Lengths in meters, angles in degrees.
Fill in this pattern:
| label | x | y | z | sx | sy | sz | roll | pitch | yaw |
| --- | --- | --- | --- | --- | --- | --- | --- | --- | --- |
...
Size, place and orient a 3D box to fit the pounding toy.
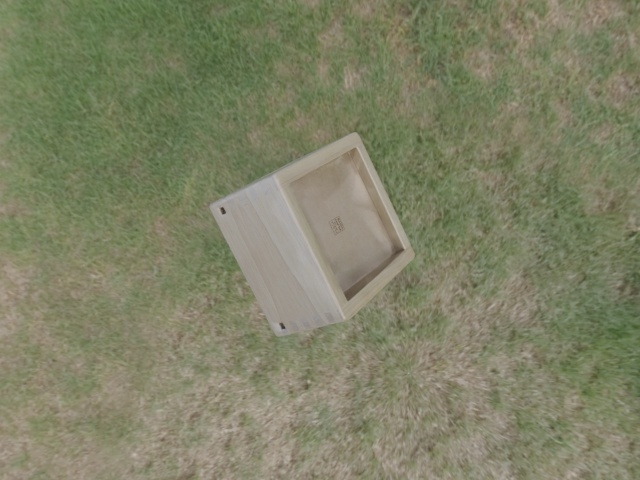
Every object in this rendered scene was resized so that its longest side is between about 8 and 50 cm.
| label | x | y | z | sx | sy | sz | roll | pitch | yaw |
| --- | --- | --- | --- | --- | --- | --- | --- | --- | --- |
| pounding toy | 0.000 | 0.000 | 0.503 | 0.100 | 0.141 | 0.130 | -19 | 101 | 40 |
